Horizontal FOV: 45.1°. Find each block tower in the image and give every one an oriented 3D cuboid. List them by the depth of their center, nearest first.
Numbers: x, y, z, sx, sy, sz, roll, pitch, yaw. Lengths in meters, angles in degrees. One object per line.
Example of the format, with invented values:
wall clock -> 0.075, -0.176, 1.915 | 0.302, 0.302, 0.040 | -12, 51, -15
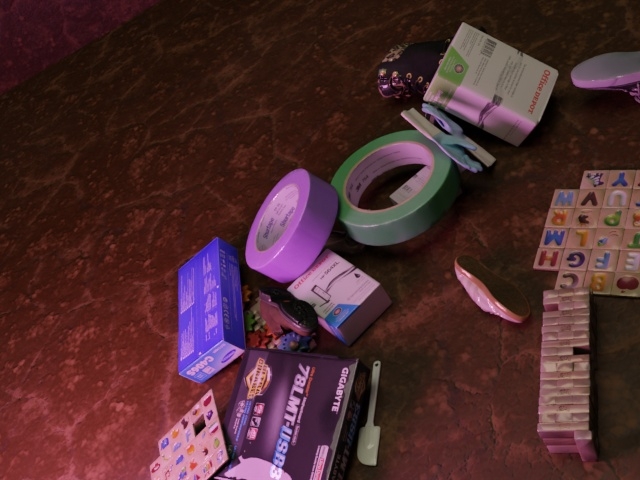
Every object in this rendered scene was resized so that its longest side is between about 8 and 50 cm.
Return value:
block tower -> 0.467, 0.238, 1.446 | 0.097, 0.091, 0.335 | -8, 47, 26

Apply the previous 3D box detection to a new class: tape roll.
tape roll -> 0.177, -0.133, 1.879 | 0.321, 0.077, 0.321 | -19, 43, 18
tape roll -> -0.073, -0.037, 1.899 | 0.275, 0.090, 0.274 | -45, 29, 33

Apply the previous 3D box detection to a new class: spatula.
spatula -> 0.050, 0.365, 1.633 | 0.168, 0.019, 0.242 | -11, 47, 24

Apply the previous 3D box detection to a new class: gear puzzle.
gear puzzle -> -0.150, 0.197, 1.886 | 0.175, 0.044, 0.339 | -39, 43, -6

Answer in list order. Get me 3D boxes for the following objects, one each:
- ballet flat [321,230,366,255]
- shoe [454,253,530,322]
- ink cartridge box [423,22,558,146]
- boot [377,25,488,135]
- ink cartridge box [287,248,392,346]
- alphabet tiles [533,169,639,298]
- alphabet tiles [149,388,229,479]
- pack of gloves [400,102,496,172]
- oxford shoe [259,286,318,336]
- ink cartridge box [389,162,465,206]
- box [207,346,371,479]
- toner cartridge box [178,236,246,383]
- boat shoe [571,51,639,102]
ballet flat -> 0.000, 0.000, 1.966 | 0.250, 0.058, 0.084 | 3, 53, 33
shoe -> 0.366, 0.111, 1.655 | 0.077, 0.058, 0.219 | -14, 40, -26
ink cartridge box -> 0.426, -0.388, 1.924 | 0.273, 0.114, 0.198 | 28, 63, 1
boot -> 0.289, -0.426, 2.127 | 0.284, 0.138, 0.377 | 4, 61, 39
ink cartridge box -> 0.041, 0.130, 1.803 | 0.148, 0.086, 0.203 | -45, 44, -12
alphabet tiles -> 0.621, -0.023, 1.650 | 0.285, 0.011, 0.342 | 3, 54, 33
alphabet tiles -> -0.294, 0.472, 1.688 | 0.237, 0.009, 0.198 | -46, 37, 17
pack of gloves -> 0.323, -0.260, 1.852 | 0.046, 0.232, 0.195 | -53, -9, 31
oxford shoe -> -0.071, 0.181, 1.764 | 0.083, 0.096, 0.227 | -2, 14, -27
ink cartridge box -> 0.275, -0.125, 1.913 | 0.180, 0.060, 0.104 | -39, 42, -6
box -> -0.066, 0.380, 1.612 | 0.293, 0.073, 0.295 | 1, 63, 34
toner cartridge box -> -0.278, 0.169, 1.934 | 0.165, 0.075, 0.347 | -39, 38, 25
boat shoe -> 0.760, -0.390, 1.835 | 0.306, 0.105, 0.113 | -10, 43, 15
